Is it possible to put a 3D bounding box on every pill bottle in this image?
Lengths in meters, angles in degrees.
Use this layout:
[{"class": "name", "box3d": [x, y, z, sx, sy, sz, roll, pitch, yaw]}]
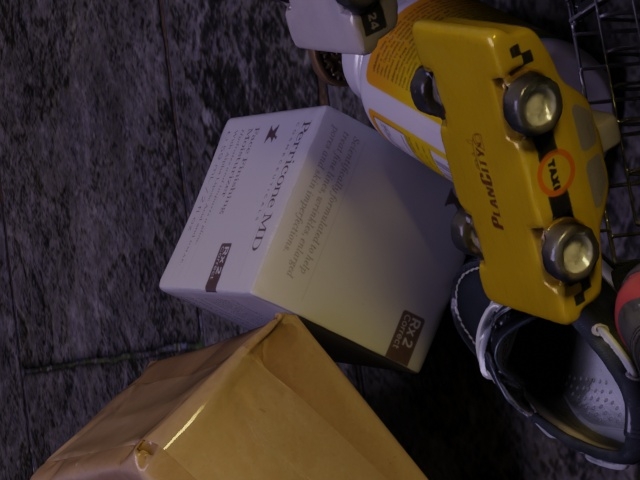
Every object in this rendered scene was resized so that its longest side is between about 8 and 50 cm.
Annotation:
[{"class": "pill bottle", "box3d": [0.099, -0.103, 1.300, 0.208, 0.118, 0.117, 37, 128, 57]}]

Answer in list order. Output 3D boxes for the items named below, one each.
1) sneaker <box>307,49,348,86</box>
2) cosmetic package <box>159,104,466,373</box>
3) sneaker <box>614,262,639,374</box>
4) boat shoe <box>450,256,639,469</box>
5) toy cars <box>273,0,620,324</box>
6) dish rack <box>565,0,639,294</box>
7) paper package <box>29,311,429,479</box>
[{"class": "sneaker", "box3d": [0.008, -0.221, 1.537, 0.086, 0.064, 0.192, -163, 69, -71]}, {"class": "cosmetic package", "box3d": [0.000, 0.000, 1.432, 0.184, 0.151, 0.151, -2, 65, 64]}, {"class": "sneaker", "box3d": [0.232, 0.113, 0.983, 0.276, 0.135, 0.097, 49, 147, 31]}, {"class": "boat shoe", "box3d": [0.155, 0.067, 1.248, 0.302, 0.091, 0.114, 22, 114, 62]}, {"class": "toy cars", "box3d": [0.067, -0.133, 1.145, 0.393, 0.087, 0.176, 54, 153, 15]}, {"class": "dish rack", "box3d": [0.221, -0.100, 1.105, 0.208, 0.074, 0.271, -30, 67, 61]}, {"class": "paper package", "box3d": [-0.032, 0.239, 1.430, 0.325, 0.168, 0.309, 51, 156, -8]}]
